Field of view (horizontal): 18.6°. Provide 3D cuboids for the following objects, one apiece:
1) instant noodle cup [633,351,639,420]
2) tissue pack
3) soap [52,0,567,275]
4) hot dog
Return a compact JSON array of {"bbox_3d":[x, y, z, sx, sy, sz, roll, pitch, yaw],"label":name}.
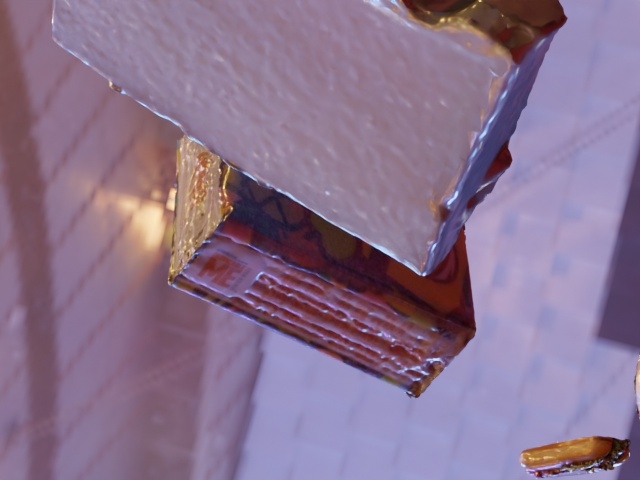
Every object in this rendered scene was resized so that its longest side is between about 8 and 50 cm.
[{"bbox_3d":[0.399,0.111,1.596,0.231,0.243,0.243,-26,38,58],"label":"instant noodle cup"},{"bbox_3d":[0.000,0.000,0.967,0.060,0.148,0.109,-49,28,32],"label":"tissue pack"},{"bbox_3d":[0.047,-0.150,0.907,0.302,0.257,0.159,-40,-28,-41],"label":"soap"},{"bbox_3d":[0.169,0.146,1.299,0.037,0.083,0.021,27,-121,-35],"label":"hot dog"}]
